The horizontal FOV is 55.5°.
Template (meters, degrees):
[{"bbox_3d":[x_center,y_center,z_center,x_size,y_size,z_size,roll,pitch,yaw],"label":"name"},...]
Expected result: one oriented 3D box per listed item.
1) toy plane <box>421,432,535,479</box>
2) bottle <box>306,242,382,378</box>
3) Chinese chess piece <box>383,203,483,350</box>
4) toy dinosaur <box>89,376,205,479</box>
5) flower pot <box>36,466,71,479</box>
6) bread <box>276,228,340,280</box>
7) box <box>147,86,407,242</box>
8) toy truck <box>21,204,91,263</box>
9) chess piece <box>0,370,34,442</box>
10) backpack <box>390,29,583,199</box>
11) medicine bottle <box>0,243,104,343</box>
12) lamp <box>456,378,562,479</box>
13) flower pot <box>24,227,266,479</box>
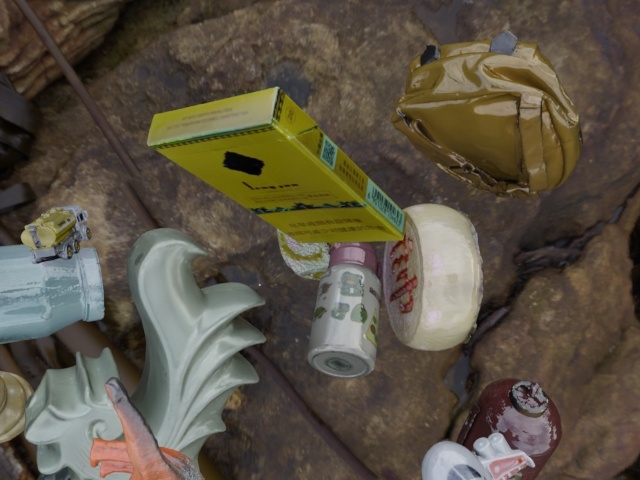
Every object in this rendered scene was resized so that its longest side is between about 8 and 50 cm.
[{"bbox_3d":[0.257,0.442,1.017,0.252,0.118,0.252,0,90,-19],"label":"toy plane"},{"bbox_3d":[0.052,0.110,1.093,0.120,0.120,0.253,15,53,-4],"label":"bottle"},{"bbox_3d":[0.200,0.067,1.119,0.112,0.270,0.270,-1,86,-10],"label":"Chinese chess piece"},{"bbox_3d":[-0.105,0.181,0.413,0.101,0.279,0.055,8,52,6],"label":"toy dinosaur"},{"bbox_3d":[-0.418,0.479,1.161,0.243,0.157,0.189,21,63,-42],"label":"flower pot"},{"bbox_3d":[0.008,0.004,1.463,0.260,0.158,0.156,60,41,-26],"label":"bread"},{"bbox_3d":[-0.032,-0.061,0.655,0.153,0.279,0.041,-2,68,33],"label":"box"},{"bbox_3d":[-0.354,-0.012,0.821,0.052,0.123,0.062,-8,109,0],"label":"toy truck"},{"bbox_3d":[-0.555,0.233,0.928,0.137,0.301,0.137,1,65,-3],"label":"chess piece"},{"bbox_3d":[0.330,-0.233,1.195,0.353,0.378,0.201,12,67,38],"label":"backpack"},{"bbox_3d":[-0.708,0.125,1.527,0.290,0.245,0.245,-5,86,-27],"label":"medicine bottle"},{"bbox_3d":[0.372,0.379,1.211,0.180,0.180,0.258,3,128,-5],"label":"lamp"},{"bbox_3d":[-0.232,0.187,0.884,0.254,0.164,0.367,36,84,-28],"label":"flower pot"}]
